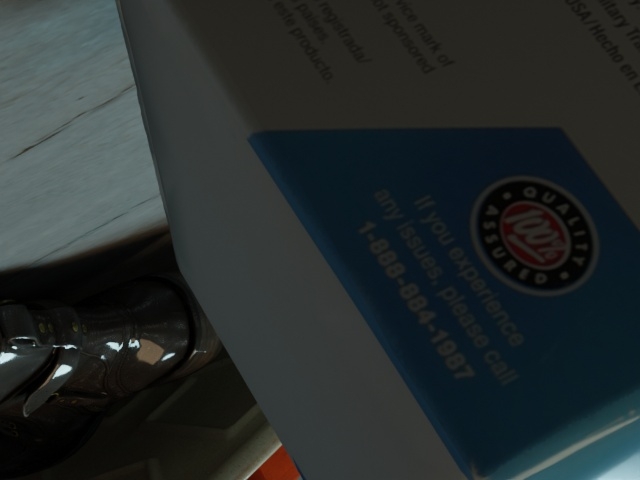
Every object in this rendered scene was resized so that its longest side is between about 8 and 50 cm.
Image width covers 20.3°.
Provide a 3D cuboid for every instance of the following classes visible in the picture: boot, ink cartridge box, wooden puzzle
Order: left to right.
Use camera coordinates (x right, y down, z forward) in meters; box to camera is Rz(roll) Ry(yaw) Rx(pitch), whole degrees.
[{"bbox_3d":[-0.203,0.084,1.053,0.263,0.091,0.229,-32,166,32],"label":"boot"},{"bbox_3d":[-0.128,0.156,1.224,0.348,0.080,0.322,-37,-160,-32],"label":"wooden puzzle"},{"bbox_3d":[0.108,-0.029,0.514,0.270,0.198,0.197,-26,150,-12],"label":"ink cartridge box"}]
